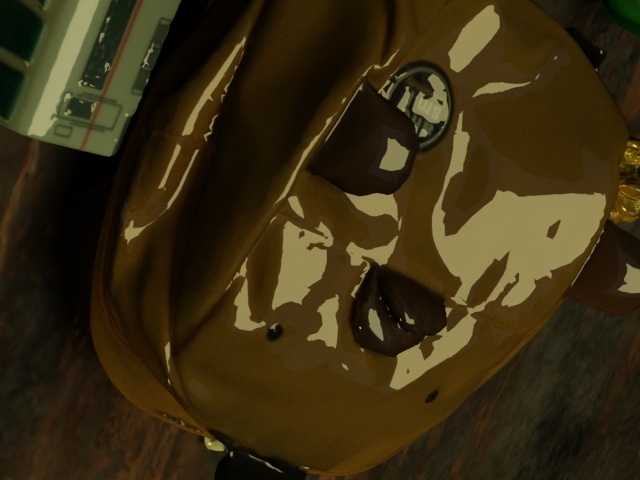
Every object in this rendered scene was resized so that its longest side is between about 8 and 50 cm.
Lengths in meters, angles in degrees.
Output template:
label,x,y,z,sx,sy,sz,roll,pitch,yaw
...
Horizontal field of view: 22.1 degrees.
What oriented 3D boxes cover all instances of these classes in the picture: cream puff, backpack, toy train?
label,x,y,z,sx,sy,sz,roll,pitch,yaw
cream puff,0.281,-0.059,1.508,0.058,0.083,0.083,20,118,-10
backpack,0.030,-0.011,1.078,0.353,0.201,0.378,23,96,-35
toy train,-0.089,-0.250,0.898,0.088,0.086,0.407,13,105,-48

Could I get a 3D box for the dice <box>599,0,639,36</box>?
label,x,y,z,sx,sy,sz,roll,pitch,yaw
dice,0.310,-0.236,1.345,0.120,0.128,0.131,-21,129,-42

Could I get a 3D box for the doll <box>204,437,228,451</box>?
label,x,y,z,sx,sy,sz,roll,pitch,yaw
doll,-0.040,0.141,1.273,0.083,0.050,0.076,-58,149,-4
